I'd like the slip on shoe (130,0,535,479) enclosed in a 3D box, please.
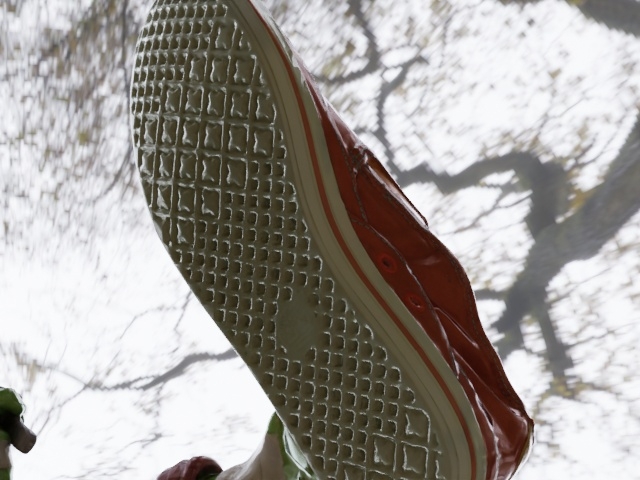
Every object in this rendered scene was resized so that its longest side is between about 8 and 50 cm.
[{"bbox_3d":[0.000,0.000,0.863,0.101,0.123,0.331,-5,-122,-50],"label":"slip on shoe"}]

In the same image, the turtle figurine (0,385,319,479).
[{"bbox_3d":[-0.108,0.149,0.971,0.266,0.275,0.198,-16,-77,19],"label":"turtle figurine"}]
